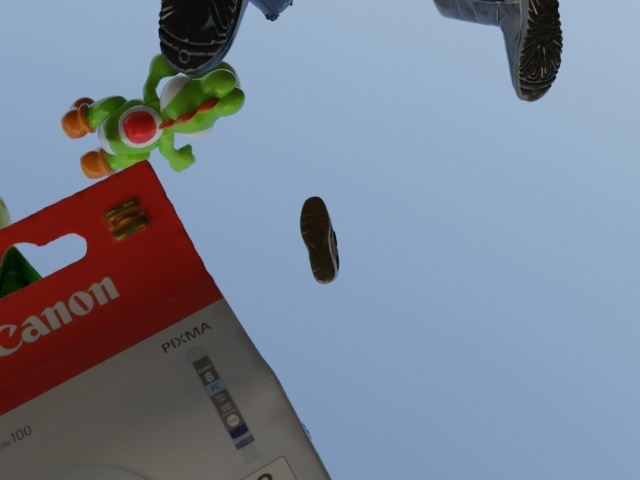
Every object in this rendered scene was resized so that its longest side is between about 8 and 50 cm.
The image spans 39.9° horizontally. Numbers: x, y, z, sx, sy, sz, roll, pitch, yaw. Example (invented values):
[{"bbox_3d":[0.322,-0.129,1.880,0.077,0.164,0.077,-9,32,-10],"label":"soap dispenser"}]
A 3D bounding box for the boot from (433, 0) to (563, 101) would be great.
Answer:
[{"bbox_3d":[0.217,-0.287,1.141,0.076,0.189,0.208,-11,-159,-31],"label":"boot"}]

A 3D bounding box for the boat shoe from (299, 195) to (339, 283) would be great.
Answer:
[{"bbox_3d":[0.000,0.000,1.526,0.049,0.056,0.152,3,-100,-75],"label":"boat shoe"}]

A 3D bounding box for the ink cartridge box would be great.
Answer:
[{"bbox_3d":[-0.200,0.152,0.793,0.308,0.091,0.385,-28,-91,-12],"label":"ink cartridge box"}]

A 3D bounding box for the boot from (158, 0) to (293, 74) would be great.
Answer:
[{"bbox_3d":[-0.045,-0.149,0.510,0.045,0.121,0.099,14,-174,18],"label":"boot"}]

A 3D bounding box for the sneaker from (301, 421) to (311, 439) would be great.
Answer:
[{"bbox_3d":[-0.043,0.338,1.340,0.058,0.052,0.135,-12,-114,14],"label":"sneaker"}]

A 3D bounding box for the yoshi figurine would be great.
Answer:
[{"bbox_3d":[-0.292,-0.244,1.673,0.203,0.362,0.203,39,-138,-55],"label":"yoshi figurine"}]

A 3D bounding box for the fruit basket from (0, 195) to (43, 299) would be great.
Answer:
[{"bbox_3d":[-0.555,0.047,1.296,0.283,0.392,0.392,-40,-102,-16],"label":"fruit basket"}]
